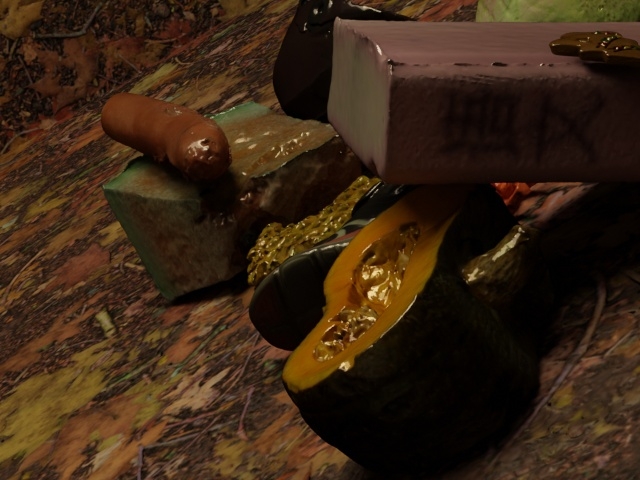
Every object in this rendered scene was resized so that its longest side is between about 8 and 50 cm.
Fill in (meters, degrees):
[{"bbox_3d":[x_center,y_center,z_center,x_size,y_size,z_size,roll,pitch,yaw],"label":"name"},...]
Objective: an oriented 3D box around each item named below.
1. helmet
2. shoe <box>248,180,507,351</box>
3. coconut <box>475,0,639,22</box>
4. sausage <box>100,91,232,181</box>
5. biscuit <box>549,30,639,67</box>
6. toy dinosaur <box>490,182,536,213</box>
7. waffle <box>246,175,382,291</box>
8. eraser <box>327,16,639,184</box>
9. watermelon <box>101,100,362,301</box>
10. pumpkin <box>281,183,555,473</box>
[{"bbox_3d":[0.049,-0.204,2.081,0.177,0.225,0.305,-61,20,-1],"label":"helmet"},{"bbox_3d":[0.051,0.005,1.629,0.291,0.114,0.137,-27,27,14],"label":"shoe"},{"bbox_3d":[0.286,-0.251,1.823,0.204,0.236,0.236,6,13,-12],"label":"coconut"},{"bbox_3d":[-0.184,-0.129,1.987,0.087,0.079,0.326,-10,18,-26],"label":"sausage"},{"bbox_3d":[0.242,-0.164,1.365,0.082,0.016,0.092,-11,24,-34],"label":"biscuit"},{"bbox_3d":[0.197,-0.068,1.705,0.101,0.055,0.279,-47,7,40],"label":"toy dinosaur"},{"bbox_3d":[0.000,0.000,1.827,0.193,0.070,0.197,-34,18,-6],"label":"waffle"},{"bbox_3d":[0.205,-0.132,1.483,0.359,0.122,0.272,0,15,-11],"label":"eraser"},{"bbox_3d":[-0.102,-0.046,2.026,0.264,0.151,0.302,-34,28,-24],"label":"watermelon"},{"bbox_3d":[0.102,0.063,1.374,0.221,0.139,0.317,-27,15,27],"label":"pumpkin"}]
